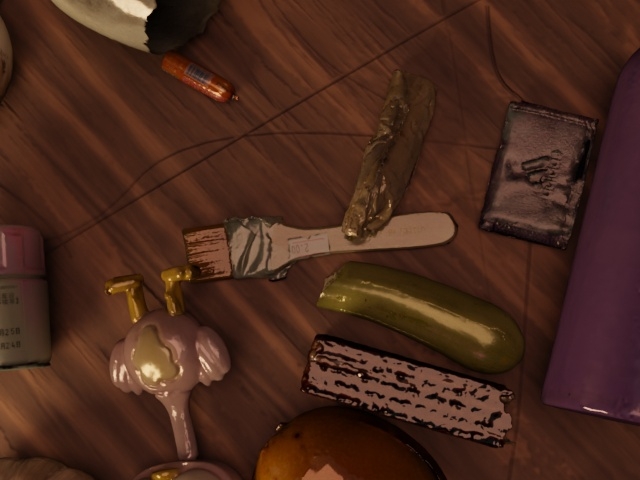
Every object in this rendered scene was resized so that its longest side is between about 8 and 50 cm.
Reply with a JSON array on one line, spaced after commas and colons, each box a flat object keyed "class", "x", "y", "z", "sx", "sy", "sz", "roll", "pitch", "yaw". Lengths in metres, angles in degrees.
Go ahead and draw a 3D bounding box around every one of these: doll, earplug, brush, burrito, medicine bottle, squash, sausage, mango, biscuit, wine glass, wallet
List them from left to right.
[{"class": "medicine bottle", "x": -0.389, "y": 0.071, "z": 1.077, "sx": 0.135, "sy": 0.135, "sz": 0.168, "roll": -4, "pitch": 84, "yaw": 4}, {"class": "wine glass", "x": -0.259, "y": -0.381, "z": 1.069, "sx": 0.323, "sy": 0.238, "sz": 0.238, "roll": 42, "pitch": 89, "yaw": 5}, {"class": "doll", "x": -0.169, "y": 0.215, "z": 1.063, "sx": 0.160, "sy": 0.094, "sz": 0.365, "roll": -9, "pitch": 81, "yaw": 18}, {"class": "sausage", "x": -0.149, "y": -0.202, "z": 1.138, "sx": 0.107, "sy": 0.031, "sz": 0.031, "roll": 31, "pitch": 87, "yaw": 6}, {"class": "brush", "x": 0.000, "y": 0.000, "z": 1.112, "sx": 0.337, "sy": 0.020, "sz": 0.085, "roll": -7, "pitch": 84, "yaw": 3}, {"class": "mango", "x": 0.044, "y": 0.282, "z": 1.025, "sx": 0.236, "sy": 0.136, "sz": 0.166, "roll": 33, "pitch": 87, "yaw": 3}, {"class": "burrito", "x": 0.083, "y": -0.103, "z": 1.092, "sx": 0.058, "sy": 0.063, "sz": 0.229, "roll": 2, "pitch": 66, "yaw": 43}, {"class": "biscuit", "x": 0.103, "y": 0.172, "z": 1.045, "sx": 0.252, "sy": 0.106, "sz": 0.070, "roll": 16, "pitch": 87, "yaw": 6}, {"class": "squash", "x": 0.120, "y": 0.087, "z": 1.066, "sx": 0.250, "sy": 0.083, "sz": 0.083, "roll": 21, "pitch": 86, "yaw": 8}, {"class": "wallet", "x": 0.263, "y": -0.080, "z": 1.097, "sx": 0.111, "sy": 0.030, "sz": 0.165, "roll": 15, "pitch": 84, "yaw": 10}, {"class": "earplug", "x": 0.387, "y": -0.016, "z": 0.999, "sx": 0.215, "sy": 0.215, "sz": 0.455, "roll": 11, "pitch": 82, "yaw": 5}]

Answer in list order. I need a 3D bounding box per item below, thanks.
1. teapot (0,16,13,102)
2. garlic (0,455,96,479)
[{"class": "teapot", "x": -0.493, "y": -0.219, "z": 1.114, "sx": 0.298, "sy": 0.139, "sz": 0.204, "roll": -46, "pitch": 115, "yaw": -4}, {"class": "garlic", "x": -0.352, "y": 0.350, "z": 1.009, "sx": 0.219, "sy": 0.212, "sz": 0.218, "roll": -1, "pitch": 79, "yaw": 7}]
